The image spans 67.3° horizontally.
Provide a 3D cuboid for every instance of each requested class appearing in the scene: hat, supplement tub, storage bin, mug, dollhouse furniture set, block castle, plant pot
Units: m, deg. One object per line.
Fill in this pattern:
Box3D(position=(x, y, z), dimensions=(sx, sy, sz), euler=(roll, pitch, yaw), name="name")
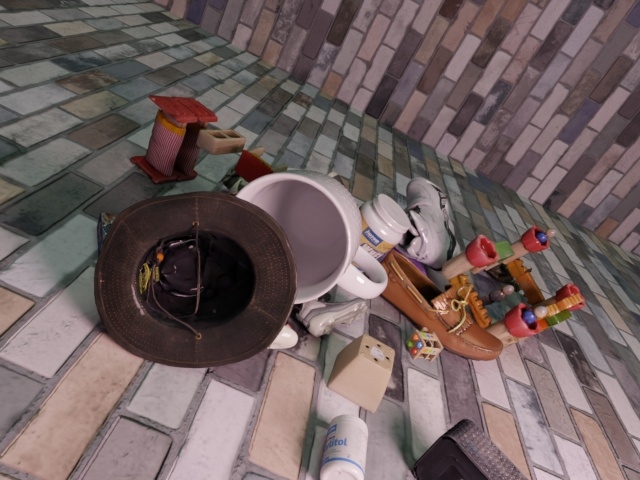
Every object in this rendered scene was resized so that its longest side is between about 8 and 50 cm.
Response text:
Box3D(position=(-0.207, 0.063, 0.843), dimensions=(0.331, 0.331, 0.134), euler=(26, 4, -7), name="hat")
Box3D(position=(0.040, 0.350, 0.789), dimensions=(0.071, 0.071, 0.107), euler=(27, 27, -5), name="supplement tub")
Box3D(position=(0.133, -0.019, 1.322), dimensions=(0.144, 0.200, 0.144), euler=(34, 30, -23), name="supplement tub")
Box3D(position=(0.266, 0.420, 0.825), dimensions=(0.084, 0.122, 0.180), euler=(-7, 45, -49), name="storage bin")
Box3D(position=(0.000, 0.000, 1.128), dimensions=(0.374, 0.276, 0.328), euler=(38, 16, 4), name="mug")
Box3D(position=(-0.294, -0.197, 1.239), dimensions=(0.374, 0.201, 0.152), euler=(38, 29, 20), name="dollhouse furniture set")
Box3D(position=(0.602, 0.122, 1.429), dimensions=(0.453, 0.213, 0.303), euler=(-7, 65, -45), name="block castle")
Box3D(position=(0.092, 0.255, 0.965), dimensions=(0.109, 0.096, 0.109), euler=(30, 27, 1), name="plant pot")

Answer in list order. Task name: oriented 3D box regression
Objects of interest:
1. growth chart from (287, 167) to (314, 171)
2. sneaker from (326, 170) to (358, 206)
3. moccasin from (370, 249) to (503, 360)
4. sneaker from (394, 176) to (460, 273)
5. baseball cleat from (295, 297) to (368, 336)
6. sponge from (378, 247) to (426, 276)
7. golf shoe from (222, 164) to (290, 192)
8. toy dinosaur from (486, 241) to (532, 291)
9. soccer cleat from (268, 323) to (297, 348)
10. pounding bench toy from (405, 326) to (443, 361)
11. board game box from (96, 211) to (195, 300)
Box3D(position=(-0.033, -0.121, 1.462), dimensions=(0.172, 0.021, 0.237), euler=(-14, 78, -50), name="growth chart")
Box3D(position=(0.039, -0.108, 1.373), dimensions=(0.118, 0.083, 0.222), euler=(56, -5, 6), name="sneaker")
Box3D(position=(0.314, 0.167, 1.263), dimensions=(0.380, 0.147, 0.139), euler=(41, 30, 22), name="moccasin")
Box3D(position=(0.309, -0.076, 1.536), dimensions=(0.210, 0.137, 0.365), euler=(17, 49, -37), name="sneaker")
Box3D(position=(0.025, 0.153, 1.103), dimensions=(0.109, 0.072, 0.206), euler=(36, 24, 27), name="baseball cleat")
Box3D(position=(0.226, 0.062, 1.481), dimensions=(0.210, 0.031, 0.117), euler=(23, 29, -14), name="sponge")
Box3D(position=(-0.163, -0.150, 1.431), dimensions=(0.273, 0.105, 0.120), euler=(-10, 67, -47), name="golf shoe")
Box3D(position=(0.662, 0.104, 1.763), dimensions=(0.314, 0.121, 0.160), euler=(-6, 32, -40), name="toy dinosaur")
Box3D(position=(-0.140, 0.182, 0.912), dimensions=(0.196, 0.068, 0.076), euler=(16, 35, -10), name="soccer cleat")
Box3D(position=(0.243, 0.244, 1.171), dimensions=(0.065, 0.052, 0.083), euler=(14, 31, -26), name="pounding bench toy")
Box3D(position=(-0.354, 0.041, 0.966), dimensions=(0.165, 0.042, 0.243), euler=(9, 34, -33), name="board game box")
